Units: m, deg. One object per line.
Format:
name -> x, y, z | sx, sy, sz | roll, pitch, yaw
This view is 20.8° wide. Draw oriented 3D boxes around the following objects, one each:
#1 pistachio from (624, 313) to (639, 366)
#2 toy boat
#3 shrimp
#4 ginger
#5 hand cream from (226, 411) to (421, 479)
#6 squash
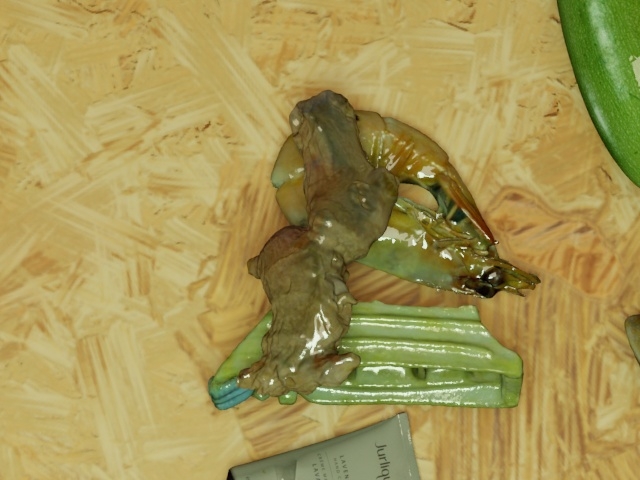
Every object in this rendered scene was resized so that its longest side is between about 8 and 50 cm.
pistachio -> 0.369, 0.120, 1.535 | 0.144, 0.144, 0.215 | -42, 75, -9
toy boat -> 0.040, 0.102, 1.540 | 0.276, 0.111, 0.084 | -2, 65, 3
shrimp -> 0.084, -0.026, 1.598 | 0.267, 0.061, 0.145 | 29, 70, 7
ginger -> 0.000, 0.002, 1.506 | 0.122, 0.084, 0.290 | -10, 55, 32
hand cream -> -0.003, 0.214, 1.550 | 0.186, 0.054, 0.087 | -11, 83, -10
squash -> 0.275, -0.216, 1.616 | 0.107, 0.107, 0.395 | -11, 78, -3
